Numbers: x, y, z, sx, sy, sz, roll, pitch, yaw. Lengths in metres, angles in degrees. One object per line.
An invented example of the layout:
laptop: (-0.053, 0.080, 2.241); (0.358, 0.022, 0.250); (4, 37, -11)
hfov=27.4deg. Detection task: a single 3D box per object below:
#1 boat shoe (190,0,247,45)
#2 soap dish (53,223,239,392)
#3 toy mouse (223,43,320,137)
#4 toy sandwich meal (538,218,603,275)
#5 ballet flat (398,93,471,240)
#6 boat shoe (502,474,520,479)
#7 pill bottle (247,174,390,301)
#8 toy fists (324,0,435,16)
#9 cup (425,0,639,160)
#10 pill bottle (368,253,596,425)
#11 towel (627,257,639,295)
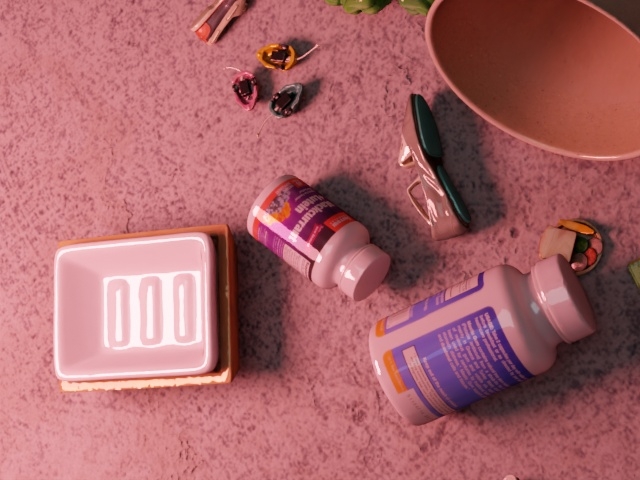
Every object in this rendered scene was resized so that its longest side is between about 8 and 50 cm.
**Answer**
boat shoe: (-0.137, -0.355, 1.989); (0.137, 0.049, 0.043); (-45, 111, 10)
soap dish: (-0.251, 0.104, 1.937); (0.291, 0.118, 0.228); (-6, 81, 23)
toy mouse: (-0.076, -0.219, 1.949); (0.161, 0.031, 0.143); (4, 85, 25)
toy sandwich meal: (0.331, 0.007, 1.740); (0.086, 0.029, 0.085); (-3, 82, 24)
ballet flat: (0.142, -0.100, 1.816); (0.068, 0.072, 0.213); (-26, 74, 23)
boat shoe: (0.252, 0.371, 1.723); (0.046, 0.038, 0.125); (-14, 66, 64)
pill bottle: (0.000, 0.000, 1.845); (0.193, 0.108, 0.108); (36, 98, 23)
toy fists: (0.103, -0.380, 1.833); (0.279, 0.096, 0.142); (6, 127, 23)
cup: (0.332, -0.293, 1.651); (0.331, 0.331, 0.237); (20, 65, 25)
pill bottle: (0.213, 0.124, 1.711); (0.272, 0.152, 0.152); (-26, 74, 19)
towel: (0.443, 0.040, 1.697); (0.083, 0.009, 0.060); (-28, 72, 17)
